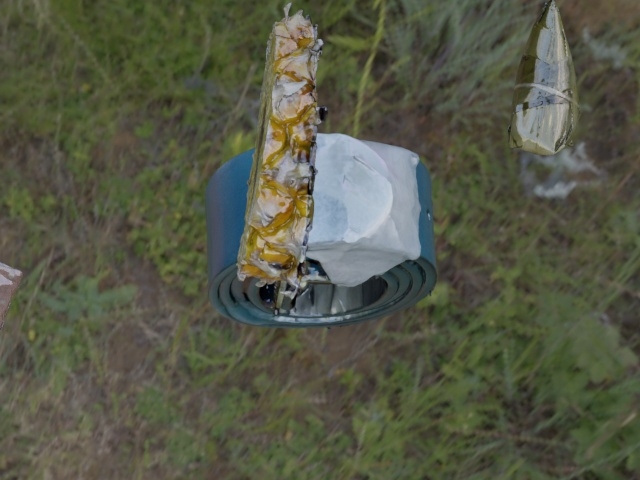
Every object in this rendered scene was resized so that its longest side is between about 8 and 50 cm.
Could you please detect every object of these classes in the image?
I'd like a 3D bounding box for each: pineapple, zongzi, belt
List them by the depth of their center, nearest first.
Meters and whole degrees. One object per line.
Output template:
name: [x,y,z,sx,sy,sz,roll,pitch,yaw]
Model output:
pineapple: [-0.029,-0.062,0.902,0.047,0.221,0.221,4,54,-7]
zongzi: [0.272,-0.190,1.507,0.078,0.176,0.160,5,6,14]
belt: [0.000,0.000,1.672,0.300,0.436,0.173,-2,77,-6]

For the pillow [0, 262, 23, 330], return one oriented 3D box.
pillow: [-0.475,0.120,1.616,0.135,0.248,0.049,13,23,-23]
